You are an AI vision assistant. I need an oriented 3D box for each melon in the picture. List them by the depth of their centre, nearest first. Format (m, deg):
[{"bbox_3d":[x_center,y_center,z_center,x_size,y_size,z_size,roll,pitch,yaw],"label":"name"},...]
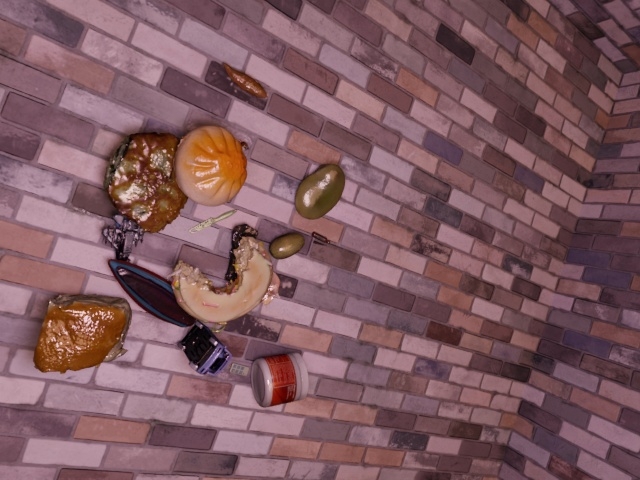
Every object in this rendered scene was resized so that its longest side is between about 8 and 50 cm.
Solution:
[{"bbox_3d":[-0.138,0.021,1.827,0.162,0.099,0.099,-26,107,-24],"label":"melon"}]

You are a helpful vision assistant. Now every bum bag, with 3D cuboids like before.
[{"bbox_3d":[-0.316,0.053,1.758,0.102,0.069,0.247,2,108,-42],"label":"bum bag"}]

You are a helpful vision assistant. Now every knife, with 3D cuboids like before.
[{"bbox_3d":[-0.421,-0.079,1.717,0.207,0.014,0.030,-29,110,-21],"label":"knife"}]

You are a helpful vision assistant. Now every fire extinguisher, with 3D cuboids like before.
[{"bbox_3d":[0.002,0.001,1.935,0.100,0.032,0.046,28,72,-21],"label":"fire extinguisher"}]

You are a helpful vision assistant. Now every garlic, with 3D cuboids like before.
[{"bbox_3d":[-0.238,0.211,1.805,0.174,0.099,0.124,-43,99,-16],"label":"garlic"}]

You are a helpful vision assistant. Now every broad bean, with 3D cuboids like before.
[{"bbox_3d":[-0.001,-0.209,1.875,0.263,0.121,0.189,-48,121,2],"label":"broad bean"}]

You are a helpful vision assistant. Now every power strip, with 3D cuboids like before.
[{"bbox_3d":[-0.341,0.541,1.833,0.090,0.016,0.040,24,84,-27],"label":"power strip"}]

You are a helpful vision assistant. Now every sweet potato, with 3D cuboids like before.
[{"bbox_3d":[-0.294,-0.618,1.697,0.206,0.060,0.067,30,45,-26],"label":"sweet potato"}]

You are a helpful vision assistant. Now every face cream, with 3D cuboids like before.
[{"bbox_3d":[-0.173,0.579,1.819,0.187,0.201,0.200,-1,97,-27],"label":"face cream"}]

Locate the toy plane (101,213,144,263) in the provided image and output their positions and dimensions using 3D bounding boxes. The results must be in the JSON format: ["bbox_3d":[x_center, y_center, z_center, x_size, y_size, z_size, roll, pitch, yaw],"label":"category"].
[{"bbox_3d":[-0.697,0.023,1.551,0.169,0.078,0.246,-4,102,-55],"label":"toy plane"}]

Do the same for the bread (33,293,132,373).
[{"bbox_3d":[-0.781,0.308,1.460,0.279,0.225,0.249,11,89,-32],"label":"bread"}]

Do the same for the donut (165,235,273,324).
[{"bbox_3d":[-0.359,0.156,1.650,0.372,0.150,0.307,-23,119,-16],"label":"donut"}]

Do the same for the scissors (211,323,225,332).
[{"bbox_3d":[-0.378,0.296,1.733,0.187,0.134,0.019,-24,130,-40],"label":"scissors"}]

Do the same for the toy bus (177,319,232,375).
[{"bbox_3d":[-0.423,0.408,1.620,0.133,0.292,0.125,45,76,-27],"label":"toy bus"}]

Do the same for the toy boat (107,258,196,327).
[{"bbox_3d":[-0.605,0.196,1.590,0.136,0.079,0.392,-51,128,-13],"label":"toy boat"}]

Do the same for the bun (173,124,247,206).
[{"bbox_3d":[-0.373,-0.269,1.574,0.299,0.165,0.298,-9,101,-55],"label":"bun"}]

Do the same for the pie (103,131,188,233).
[{"bbox_3d":[-0.587,-0.208,1.524,0.288,0.103,0.354,26,82,-48],"label":"pie"}]

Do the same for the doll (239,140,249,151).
[{"bbox_3d":[-0.325,-0.377,1.719,0.058,0.040,0.085,-45,114,-5],"label":"doll"}]
